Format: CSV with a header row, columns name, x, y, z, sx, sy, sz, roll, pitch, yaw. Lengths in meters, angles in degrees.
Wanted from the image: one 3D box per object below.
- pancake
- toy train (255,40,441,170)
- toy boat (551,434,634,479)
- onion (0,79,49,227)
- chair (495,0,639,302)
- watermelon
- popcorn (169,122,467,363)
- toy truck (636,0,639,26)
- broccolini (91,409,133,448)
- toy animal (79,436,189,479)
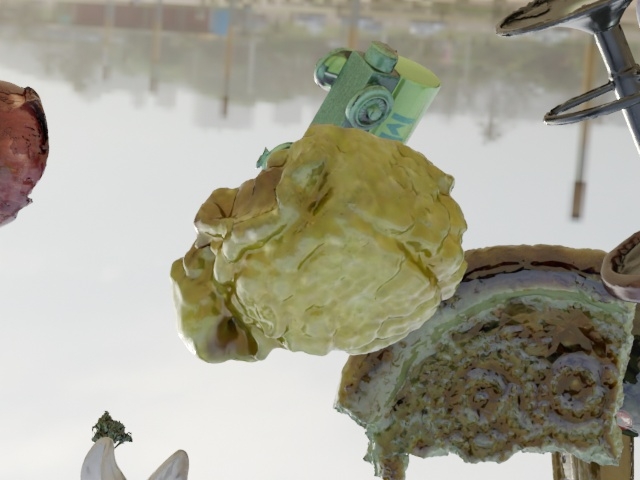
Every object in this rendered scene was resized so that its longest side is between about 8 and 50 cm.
name,x,y,z,sx,sy,sz,roll,pitch,yaw
pancake,0.213,0.161,1.962,0.426,0.305,0.067,-9,171,13
toy train,0.040,-0.113,1.757,0.157,0.253,0.105,8,-149,-42
toy boat,0.406,0.323,2.296,0.089,0.321,0.121,9,166,-37
onion,-0.389,-0.103,1.696,0.184,0.184,0.147,10,174,40
chair,0.367,-0.096,1.649,0.226,0.401,0.226,-24,-165,7
watermelon,0.458,0.176,2.161,0.212,0.212,0.212,4,-173,0
popcorn,0.000,0.000,1.406,0.286,0.225,0.174,-9,-133,-9
toy truck,0.506,-0.181,1.830,0.178,0.363,0.176,-28,-163,-35
broccolini,-0.266,0.313,1.913,0.052,0.194,0.054,-13,-165,-39
toy animal,-0.180,0.299,1.433,0.103,0.221,0.131,10,-137,15
